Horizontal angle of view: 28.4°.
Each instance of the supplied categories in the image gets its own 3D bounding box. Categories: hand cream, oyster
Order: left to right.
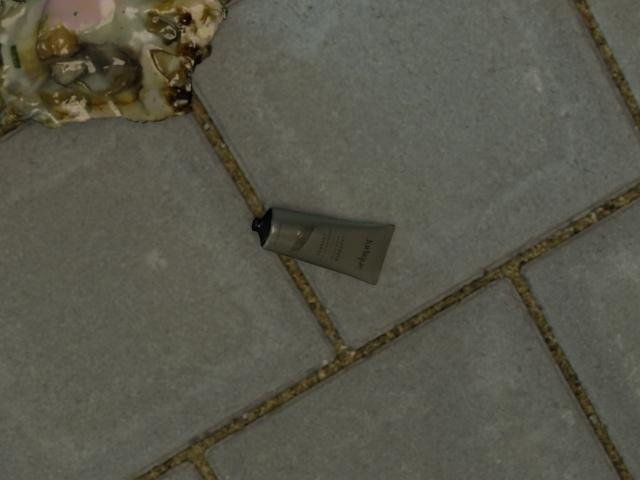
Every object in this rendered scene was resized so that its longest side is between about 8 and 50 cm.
[{"bbox_3d":[-0.292,-0.243,1.540,0.355,0.107,0.201,-7,106,-26],"label":"oyster"},{"bbox_3d":[0.000,0.000,1.650,0.186,0.054,0.087,13,105,-15],"label":"hand cream"}]
